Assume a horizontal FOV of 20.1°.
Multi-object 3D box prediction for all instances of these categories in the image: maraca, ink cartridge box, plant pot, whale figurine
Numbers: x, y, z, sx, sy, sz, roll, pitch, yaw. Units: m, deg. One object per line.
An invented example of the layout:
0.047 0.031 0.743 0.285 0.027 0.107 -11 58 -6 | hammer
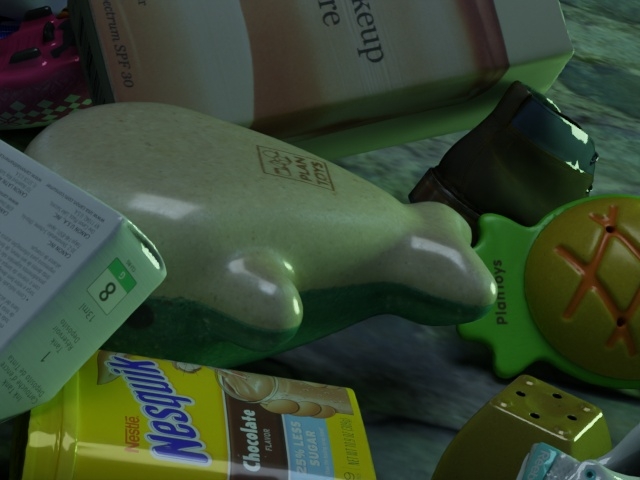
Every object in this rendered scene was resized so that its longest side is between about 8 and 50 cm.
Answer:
0.172 0.032 1.144 0.186 0.099 0.127 -2 72 -13 | maraca
-0.208 0.048 0.874 0.224 0.056 0.181 -48 46 -13 | ink cartridge box
0.108 0.120 0.947 0.081 0.083 0.081 25 27 22 | plant pot
-0.043 0.018 1.020 0.272 0.141 0.216 9 24 -14 | whale figurine

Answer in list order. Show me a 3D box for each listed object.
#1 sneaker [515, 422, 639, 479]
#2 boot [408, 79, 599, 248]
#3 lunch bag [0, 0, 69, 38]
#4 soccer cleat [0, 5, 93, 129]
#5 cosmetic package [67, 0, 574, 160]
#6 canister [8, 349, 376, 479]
0.100 0.145 0.847 0.080 0.094 0.212 9 24 44 | sneaker
0.167 -0.030 1.213 0.219 0.106 0.082 18 24 -44 | boot
-0.270 -0.283 1.436 0.385 0.239 0.328 -1 26 -15 | lunch bag
-0.110 -0.108 1.305 0.331 0.143 0.116 -15 26 -6 | soccer cleat
-0.005 -0.137 1.185 0.296 0.153 0.129 -14 -12 -13 | cosmetic package
-0.065 0.109 0.896 0.170 0.073 0.126 10 25 -12 | canister
